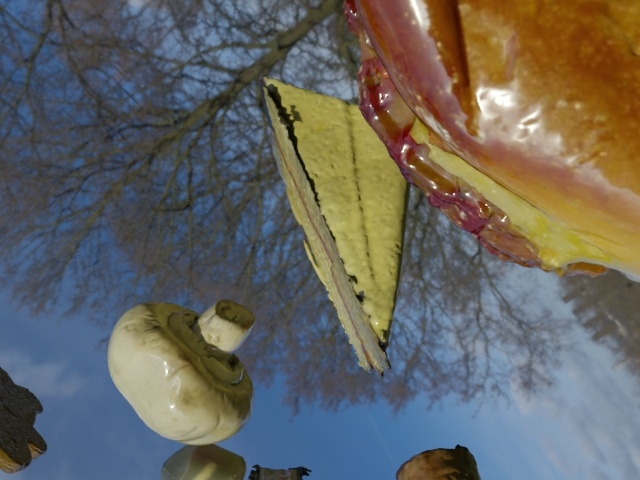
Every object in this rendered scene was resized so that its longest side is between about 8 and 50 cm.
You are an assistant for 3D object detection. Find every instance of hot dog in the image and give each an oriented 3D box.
[{"bbox_3d":[0.122,-0.165,0.395,0.185,0.223,0.405,-43,-54,-86],"label":"hot dog"}]

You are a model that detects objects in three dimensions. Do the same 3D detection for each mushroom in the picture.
[{"bbox_3d":[-0.201,0.189,1.123,0.260,0.234,0.254,42,-171,-31],"label":"mushroom"}]

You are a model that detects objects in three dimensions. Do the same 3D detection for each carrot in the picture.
[{"bbox_3d":[0.141,0.321,0.682,0.102,0.102,0.263,46,-165,-24],"label":"carrot"}]

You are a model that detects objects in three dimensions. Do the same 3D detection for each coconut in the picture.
[{"bbox_3d":[-0.225,0.451,1.303,0.153,0.147,0.147,21,-161,-4],"label":"coconut"}]

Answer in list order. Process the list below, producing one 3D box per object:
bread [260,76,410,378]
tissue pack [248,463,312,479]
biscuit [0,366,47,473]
[{"bbox_3d":[0.000,0.000,0.926,0.345,0.242,0.404,89,-166,-61],"label":"bread"},{"bbox_3d":[-0.081,0.607,1.196,0.122,0.361,0.259,6,-174,-6],"label":"tissue pack"},{"bbox_3d":[-0.588,0.332,1.288,0.197,0.049,0.301,52,173,-28],"label":"biscuit"}]
